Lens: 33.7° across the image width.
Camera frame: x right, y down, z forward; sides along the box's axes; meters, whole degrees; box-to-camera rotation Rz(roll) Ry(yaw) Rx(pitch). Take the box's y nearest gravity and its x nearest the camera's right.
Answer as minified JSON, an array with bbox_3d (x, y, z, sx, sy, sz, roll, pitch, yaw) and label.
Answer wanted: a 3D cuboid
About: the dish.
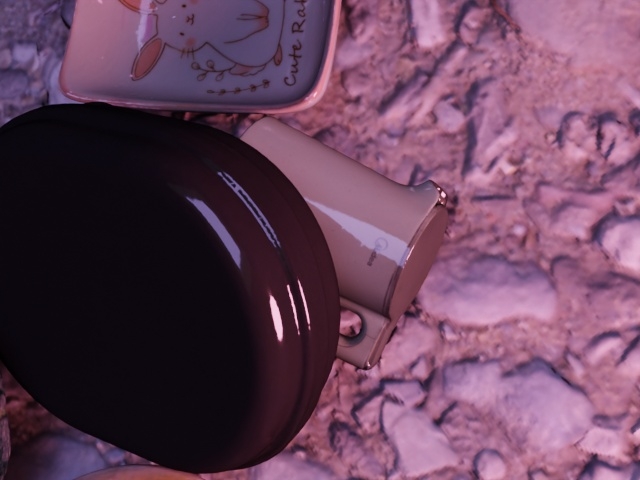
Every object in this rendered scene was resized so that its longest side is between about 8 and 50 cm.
[{"bbox_3d":[-0.082,-0.166,0.802,0.212,0.077,0.151,4,84,17],"label":"dish"}]

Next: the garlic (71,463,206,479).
[{"bbox_3d":[-0.138,0.266,0.732,0.228,0.110,0.217,4,70,6],"label":"garlic"}]

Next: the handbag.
[{"bbox_3d":[-0.122,0.033,0.719,0.308,0.093,0.253,15,119,32],"label":"handbag"}]

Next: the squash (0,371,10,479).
[{"bbox_3d":[-0.335,0.137,0.755,0.252,0.165,0.252,6,99,39],"label":"squash"}]

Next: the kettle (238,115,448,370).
[{"bbox_3d":[0.000,-0.004,0.737,0.148,0.098,0.127,27,68,16],"label":"kettle"}]
